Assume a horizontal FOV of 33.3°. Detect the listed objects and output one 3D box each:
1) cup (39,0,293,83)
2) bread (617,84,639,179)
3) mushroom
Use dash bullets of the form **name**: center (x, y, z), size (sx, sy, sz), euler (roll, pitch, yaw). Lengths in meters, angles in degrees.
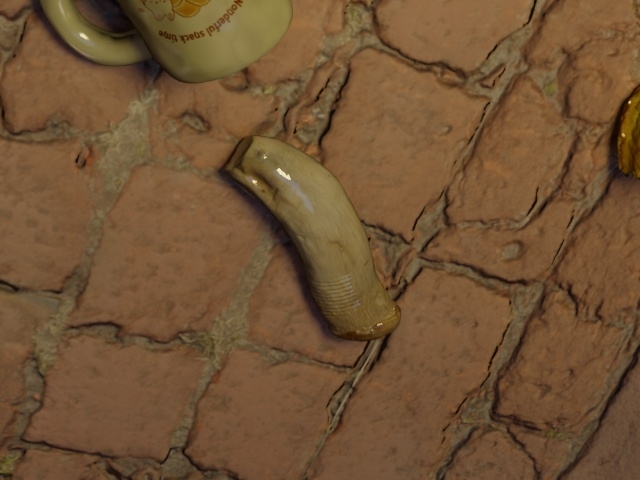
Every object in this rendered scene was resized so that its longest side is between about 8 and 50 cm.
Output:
- **cup**: center (-0.177, -0.300, 1.189), size (0.173, 0.255, 0.202), euler (-59, 136, -31)
- **bread**: center (0.531, -0.184, 1.464), size (0.261, 0.160, 0.147), euler (-17, 114, -2)
- **mushroom**: center (0.000, 0.000, 1.422), size (0.123, 0.095, 0.351), euler (-23, 121, 15)
